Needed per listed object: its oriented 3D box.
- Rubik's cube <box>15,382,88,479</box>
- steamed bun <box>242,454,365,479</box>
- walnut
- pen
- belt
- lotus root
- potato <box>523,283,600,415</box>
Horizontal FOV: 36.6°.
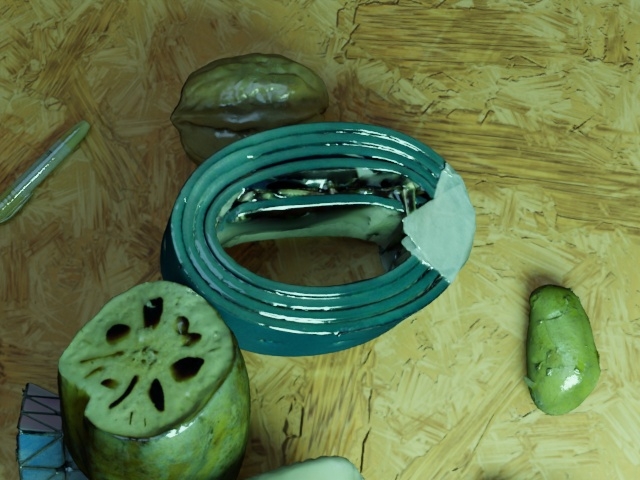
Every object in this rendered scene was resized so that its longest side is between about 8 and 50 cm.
[{"bbox_3d":[-0.344,0.290,1.382,0.178,0.190,0.211,-2,74,-11],"label":"Rubik's cube"},{"bbox_3d":[-0.081,0.432,1.184,0.324,0.310,0.219,-7,57,-29],"label":"steamed bun"},{"bbox_3d":[-0.109,-0.191,1.490,0.245,0.198,0.198,-3,70,-3],"label":"walnut"},{"bbox_3d":[-0.462,-0.109,1.592,0.040,0.032,0.233,44,80,-4],"label":"pen"},{"bbox_3d":[-0.002,0.000,1.350,0.436,0.173,0.300,-8,76,-15],"label":"belt"},{"bbox_3d":[-0.208,0.243,1.258,0.250,0.346,0.250,5,48,-6],"label":"lotus root"},{"bbox_3d":[0.336,0.150,1.360,0.105,0.085,0.188,-16,64,26],"label":"potato"}]
